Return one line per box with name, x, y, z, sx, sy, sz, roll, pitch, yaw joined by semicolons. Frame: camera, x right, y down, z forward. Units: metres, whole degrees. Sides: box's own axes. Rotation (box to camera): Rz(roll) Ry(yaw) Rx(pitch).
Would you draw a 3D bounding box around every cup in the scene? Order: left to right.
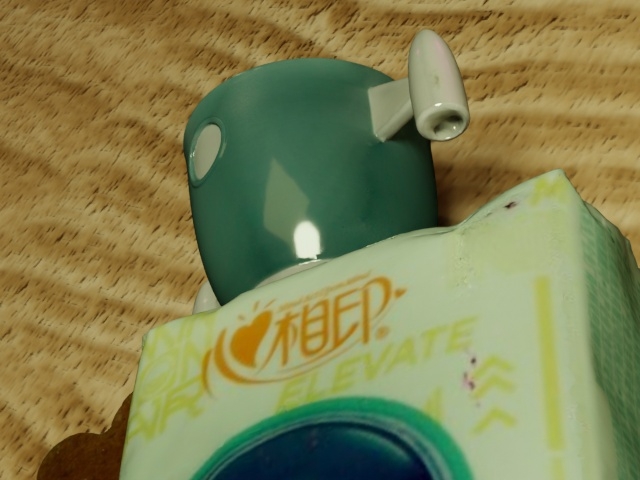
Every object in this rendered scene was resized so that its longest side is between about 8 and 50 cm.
cup;0.000;0.000;1.056;0.300;0.167;0.173;-49;36;38

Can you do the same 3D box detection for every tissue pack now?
tissue pack;0.037;0.179;0.818;0.287;0.162;0.388;-21;40;21

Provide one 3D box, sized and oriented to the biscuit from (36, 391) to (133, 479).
biscuit;-0.114;0.190;1.053;0.180;0.039;0.236;-33;36;8
